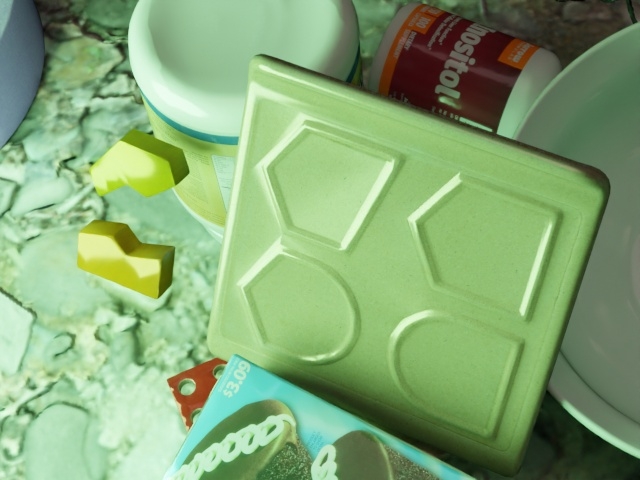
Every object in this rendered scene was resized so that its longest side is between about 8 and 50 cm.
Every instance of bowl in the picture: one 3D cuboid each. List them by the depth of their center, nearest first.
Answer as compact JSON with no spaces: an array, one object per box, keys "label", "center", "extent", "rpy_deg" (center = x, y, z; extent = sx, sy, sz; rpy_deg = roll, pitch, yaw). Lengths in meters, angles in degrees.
[{"label":"bowl","center":[0.260,0.010,0.855],"extent":[0.298,0.134,0.297],"rpy_deg":[-3,75,11]}]

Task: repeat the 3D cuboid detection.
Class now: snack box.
[{"label":"snack box","center":[-0.045,0.249,0.775],"extent":[0.187,0.060,0.322],"rpy_deg":[26,79,17]}]

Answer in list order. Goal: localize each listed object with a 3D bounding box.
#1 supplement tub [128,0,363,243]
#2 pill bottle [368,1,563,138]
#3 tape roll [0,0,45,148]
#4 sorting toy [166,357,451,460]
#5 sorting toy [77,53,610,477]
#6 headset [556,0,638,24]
[{"label":"supplement tub","center":[-0.041,-0.087,0.914],"extent":[0.144,0.199,0.144],"rpy_deg":[-2,61,4]},{"label":"pill bottle","center":[0.118,-0.108,0.977],"extent":[0.152,0.086,0.086],"rpy_deg":[23,66,16]},{"label":"tape roll","center":[-0.357,-0.155,1.043],"extent":[0.275,0.090,0.274],"rpy_deg":[-2,62,4]},{"label":"sorting toy","center":[0.034,0.099,0.892],"extent":[0.275,0.046,0.132],"rpy_deg":[-25,62,-9]},{"label":"sorting toy","center":[0.000,0.000,0.807],"extent":[0.307,0.229,0.041],"rpy_deg":[21,36,15]},{"label":"headset","center":[0.369,-0.200,0.948],"extent":[0.394,0.185,0.243],"rpy_deg":[-9,101,-14]}]
